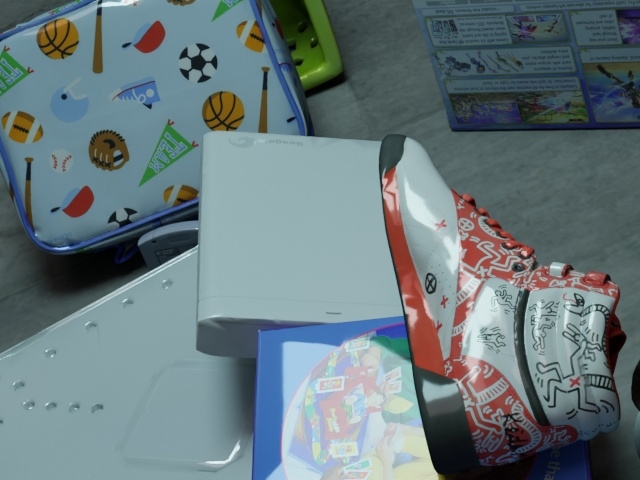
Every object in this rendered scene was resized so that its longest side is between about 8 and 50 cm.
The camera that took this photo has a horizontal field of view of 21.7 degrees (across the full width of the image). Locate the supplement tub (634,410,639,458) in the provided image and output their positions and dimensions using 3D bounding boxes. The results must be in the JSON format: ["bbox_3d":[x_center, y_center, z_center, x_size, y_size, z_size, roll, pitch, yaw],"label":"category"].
[{"bbox_3d":[0.277,0.137,1.153,0.071,0.071,0.107,-44,21,-25],"label":"supplement tub"}]

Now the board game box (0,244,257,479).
[{"bbox_3d":[-0.092,0.156,1.348,0.390,0.050,0.390,-29,39,-9],"label":"board game box"}]

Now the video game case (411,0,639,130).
[{"bbox_3d":[0.217,-0.209,1.469,0.269,0.244,0.061,1,43,26],"label":"video game case"}]

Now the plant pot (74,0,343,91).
[{"bbox_3d":[-0.125,-0.267,1.724,0.228,0.227,0.207,-20,32,3],"label":"plant pot"}]

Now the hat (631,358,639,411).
[{"bbox_3d":[0.356,0.031,1.101,0.331,0.134,0.331,-5,11,1],"label":"hat"}]

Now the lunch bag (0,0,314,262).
[{"bbox_3d":[-0.168,-0.117,1.573,0.303,0.243,0.115,-20,3,5],"label":"lunch bag"}]

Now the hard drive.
[{"bbox_3d":[0.000,0.000,1.386,0.203,0.040,0.307,4,30,-5],"label":"hard drive"}]

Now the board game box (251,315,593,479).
[{"bbox_3d":[0.072,0.209,1.126,0.233,0.078,0.347,-7,50,10],"label":"board game box"}]

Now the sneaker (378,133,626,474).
[{"bbox_3d":[0.126,0.029,1.151,0.145,0.090,0.270,-12,53,4],"label":"sneaker"}]

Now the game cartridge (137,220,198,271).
[{"bbox_3d":[-0.122,0.008,1.527,0.083,0.056,0.017,-9,40,15],"label":"game cartridge"}]
